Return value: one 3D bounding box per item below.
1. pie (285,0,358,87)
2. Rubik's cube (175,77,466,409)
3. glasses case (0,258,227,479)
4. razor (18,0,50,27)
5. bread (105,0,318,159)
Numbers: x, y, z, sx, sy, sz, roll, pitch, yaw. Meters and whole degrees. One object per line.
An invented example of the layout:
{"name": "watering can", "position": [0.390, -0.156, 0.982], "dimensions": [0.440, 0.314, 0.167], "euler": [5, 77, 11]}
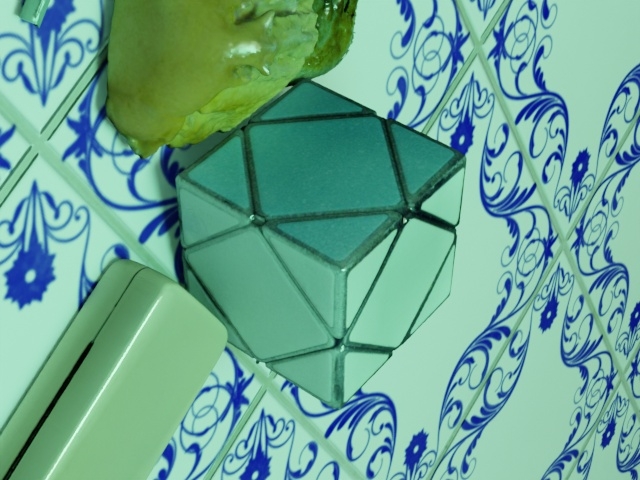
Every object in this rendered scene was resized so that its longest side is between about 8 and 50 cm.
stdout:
{"name": "pie", "position": [-0.012, -0.242, 1.338], "dimensions": [0.187, 0.041, 0.186], "euler": [-30, 130, -44]}
{"name": "Rubik's cube", "position": [0.000, 0.000, 1.321], "dimensions": [0.205, 0.205, 0.207], "euler": [-43, 150, -34]}
{"name": "glasses case", "position": [-0.220, 0.189, 1.256], "dimensions": [0.336, 0.076, 0.144], "euler": [-59, 146, -14]}
{"name": "razor", "position": [-0.195, -0.271, 1.066], "dimensions": [0.084, 0.036, 0.211], "euler": [12, 98, -54]}
{"name": "bread", "position": [-0.084, -0.184, 1.185], "dimensions": [0.174, 0.133, 0.251], "euler": [-17, 121, -54]}
